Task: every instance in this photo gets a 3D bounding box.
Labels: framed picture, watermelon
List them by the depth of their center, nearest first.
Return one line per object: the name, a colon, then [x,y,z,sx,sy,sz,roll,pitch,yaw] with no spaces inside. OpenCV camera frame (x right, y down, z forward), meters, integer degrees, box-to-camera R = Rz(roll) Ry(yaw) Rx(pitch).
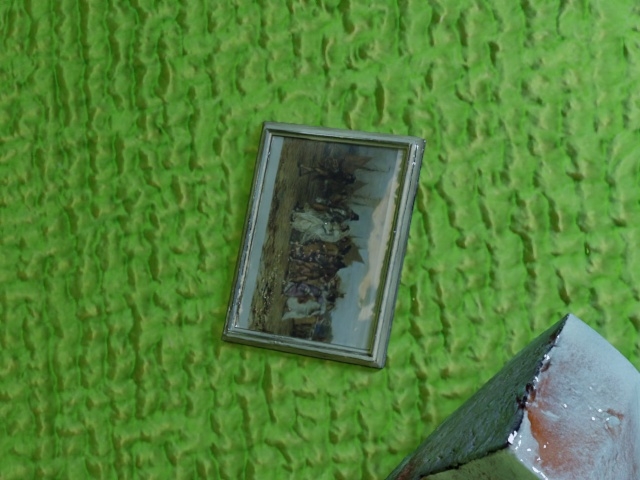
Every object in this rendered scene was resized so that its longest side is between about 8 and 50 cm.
watermelon: [0.209,0.258,1.541,0.319,0.213,0.290,-32,71,5]
framed picture: [0.000,0.000,1.789,0.217,0.017,0.274,6,83,24]
